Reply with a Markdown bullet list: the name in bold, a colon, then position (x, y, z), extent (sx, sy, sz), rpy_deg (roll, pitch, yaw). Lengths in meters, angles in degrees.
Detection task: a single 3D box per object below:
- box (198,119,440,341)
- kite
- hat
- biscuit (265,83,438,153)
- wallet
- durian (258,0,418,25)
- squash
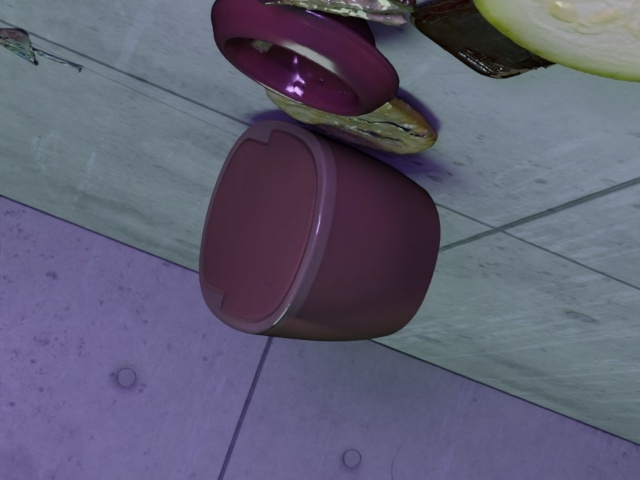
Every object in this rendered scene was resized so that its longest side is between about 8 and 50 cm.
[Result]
- **box**: position (0.000, 0.000, 1.615), extent (0.216, 0.300, 0.301), rpy_deg (14, 173, -35)
- **kite**: position (-0.403, -0.264, 1.692), extent (0.157, 0.011, 0.139), rpy_deg (21, 170, -3)
- **hat**: position (-0.011, -0.198, 1.200), extent (0.206, 0.089, 0.205), rpy_deg (23, 169, 5)
- **biscuit**: position (0.035, -0.152, 1.451), extent (0.220, 0.033, 0.220), rpy_deg (19, 169, 4)
- **wallet**: position (0.181, -0.190, 1.072), extent (0.122, 0.031, 0.232), rpy_deg (28, 164, -22)
- **durian**: position (0.015, -0.229, 1.061), extent (0.140, 0.071, 0.110), rpy_deg (2, 171, 7)
- **squash**: position (0.235, -0.194, 0.884), extent (0.252, 0.048, 0.252), rpy_deg (13, 158, 5)
